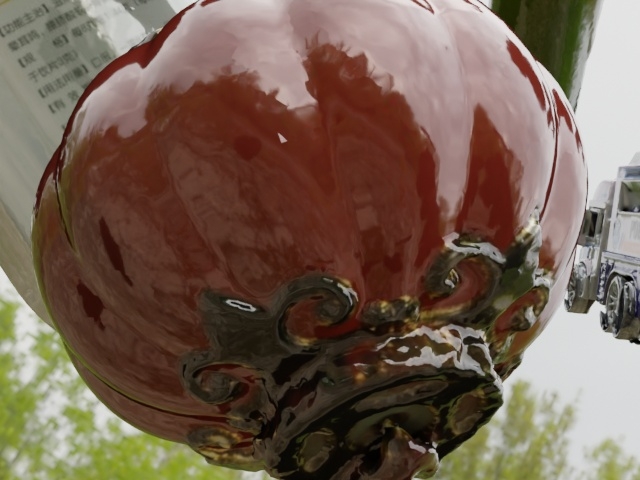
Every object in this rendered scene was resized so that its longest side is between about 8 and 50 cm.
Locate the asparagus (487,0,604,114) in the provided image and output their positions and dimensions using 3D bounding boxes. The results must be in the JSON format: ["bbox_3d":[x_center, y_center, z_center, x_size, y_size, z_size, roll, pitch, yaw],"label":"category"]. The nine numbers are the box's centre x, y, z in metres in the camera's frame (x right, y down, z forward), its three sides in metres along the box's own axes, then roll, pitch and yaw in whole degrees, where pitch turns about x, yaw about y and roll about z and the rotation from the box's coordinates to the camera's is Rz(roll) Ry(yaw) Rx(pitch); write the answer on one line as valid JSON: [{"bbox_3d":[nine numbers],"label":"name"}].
[{"bbox_3d":[0.117,-0.067,0.716,0.060,0.067,0.277,27,-37,24],"label":"asparagus"}]

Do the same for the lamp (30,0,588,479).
[{"bbox_3d":[0.000,0.000,0.507,0.227,0.227,0.227,22,-32,14],"label":"lamp"}]

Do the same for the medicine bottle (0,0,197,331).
[{"bbox_3d":[-0.154,-0.118,0.709,0.324,0.179,0.124,58,-28,-4],"label":"medicine bottle"}]

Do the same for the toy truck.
[{"bbox_3d":[0.290,0.002,1.041,0.124,0.155,0.268,7,3,-2],"label":"toy truck"}]
